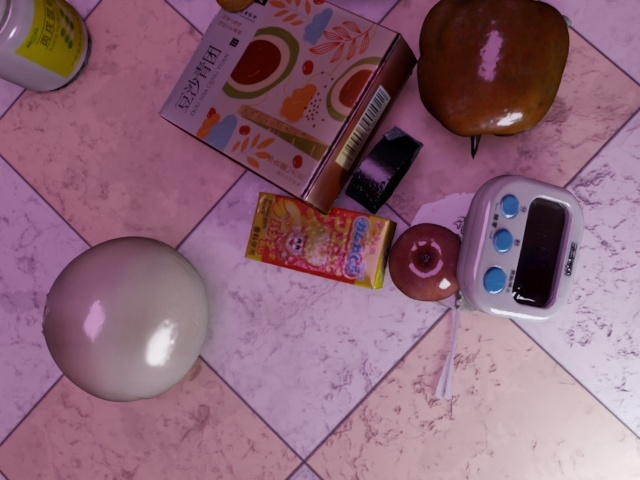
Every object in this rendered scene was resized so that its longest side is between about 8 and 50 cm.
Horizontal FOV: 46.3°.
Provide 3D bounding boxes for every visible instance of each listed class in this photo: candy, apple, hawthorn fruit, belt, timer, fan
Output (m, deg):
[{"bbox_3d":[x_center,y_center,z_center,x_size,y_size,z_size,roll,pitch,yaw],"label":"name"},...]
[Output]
[{"bbox_3d":[0.000,0.000,1.483,0.276,0.088,0.146,14,90,15],"label":"candy"},{"bbox_3d":[0.204,0.041,1.435,0.153,0.120,0.154,-1,84,13],"label":"apple"},{"bbox_3d":[0.306,-0.298,1.365,0.267,0.268,0.301,8,90,10],"label":"hawthorn fruit"},{"bbox_3d":[0.125,-0.141,1.436,0.078,0.198,0.151,35,131,8],"label":"belt"},{"bbox_3d":[0.369,0.017,1.392,0.237,0.087,0.262,12,90,-26],"label":"timer"},{"bbox_3d":[0.275,0.110,1.484,0.233,0.012,0.415,5,88,11],"label":"fan"}]

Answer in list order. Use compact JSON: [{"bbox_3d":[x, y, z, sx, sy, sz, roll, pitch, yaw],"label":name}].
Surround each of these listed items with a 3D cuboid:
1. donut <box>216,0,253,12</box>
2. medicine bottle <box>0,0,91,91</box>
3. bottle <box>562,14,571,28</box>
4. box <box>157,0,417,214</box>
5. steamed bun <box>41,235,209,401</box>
[{"bbox_3d":[-0.162,-0.496,1.443,0.097,0.043,0.108,38,98,26],"label":"donut"},{"bbox_3d":[-0.634,-0.435,1.469,0.213,0.378,0.214,0,88,11],"label":"medicine bottle"},{"bbox_3d":[0.454,-0.400,1.463,0.030,0.030,0.083,41,94,8],"label":"bottle"},{"bbox_3d":[-0.068,-0.294,1.449,0.385,0.122,0.345,31,91,24],"label":"box"},{"bbox_3d":[-0.352,0.149,1.428,0.206,0.324,0.325,0,88,42],"label":"steamed bun"}]
